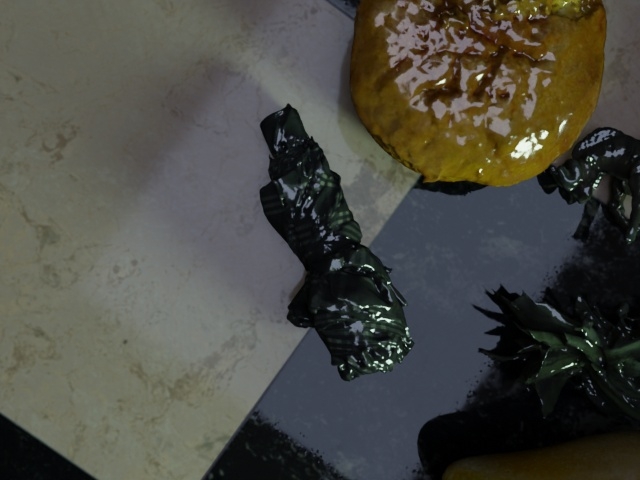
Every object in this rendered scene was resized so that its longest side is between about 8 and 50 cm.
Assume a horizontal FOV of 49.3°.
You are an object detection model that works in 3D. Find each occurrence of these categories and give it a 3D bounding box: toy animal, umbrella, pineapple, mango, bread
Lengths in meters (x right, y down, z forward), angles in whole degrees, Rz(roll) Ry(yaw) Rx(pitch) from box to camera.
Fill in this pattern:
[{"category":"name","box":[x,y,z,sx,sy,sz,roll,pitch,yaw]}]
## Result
[{"category":"toy animal","box":[0.414,-0.082,0.867,0.233,0.084,0.148,-14,90,2]},{"category":"umbrella","box":[-0.004,0.003,0.819,0.128,0.154,0.336,-26,90,17]},{"category":"pineapple","box":[0.385,0.147,0.849,0.364,0.165,0.165,2,91,6]},{"category":"mango","box":[0.332,0.322,0.808,0.384,0.221,0.199,6,52,2]},{"category":"bread","box":[0.177,-0.218,0.816,0.312,0.172,0.312,0,96,-3]}]
